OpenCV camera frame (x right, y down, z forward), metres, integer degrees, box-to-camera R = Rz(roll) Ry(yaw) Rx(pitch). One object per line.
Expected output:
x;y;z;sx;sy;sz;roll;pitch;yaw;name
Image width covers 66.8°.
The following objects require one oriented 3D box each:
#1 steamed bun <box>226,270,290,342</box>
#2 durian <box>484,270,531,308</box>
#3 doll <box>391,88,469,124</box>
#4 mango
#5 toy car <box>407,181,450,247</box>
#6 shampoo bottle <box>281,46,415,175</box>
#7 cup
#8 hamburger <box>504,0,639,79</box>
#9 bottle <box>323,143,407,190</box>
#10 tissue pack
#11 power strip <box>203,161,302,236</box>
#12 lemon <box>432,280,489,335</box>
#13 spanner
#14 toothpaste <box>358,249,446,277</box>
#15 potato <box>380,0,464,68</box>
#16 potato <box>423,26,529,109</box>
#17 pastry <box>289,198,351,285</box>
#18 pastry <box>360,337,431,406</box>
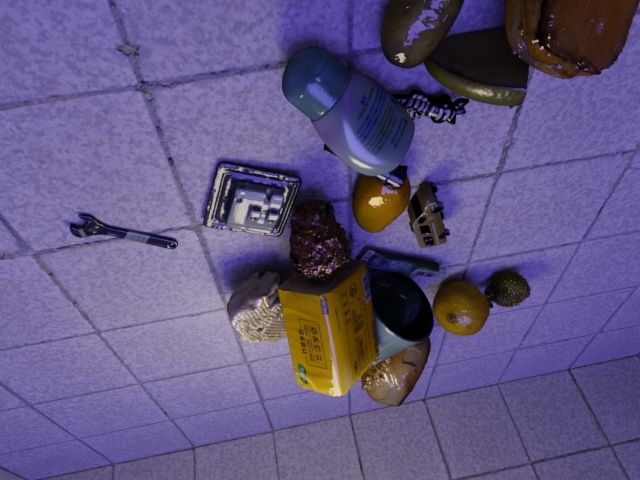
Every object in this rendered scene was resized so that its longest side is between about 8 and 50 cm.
-0.195;0.224;1.761;0.289;0.203;0.276;-30;133;-11;steamed bun
0.804;0.213;2.094;0.159;0.146;0.198;15;146;-35;durian
0.288;-0.359;1.301;0.219;0.067;0.091;4;141;-13;doll
0.188;-0.125;1.520;0.176;0.119;0.317;-2;146;-13;mango
0.356;-0.079;1.633;0.124;0.101;0.257;-19;142;12;toy car
0.061;-0.318;1.174;0.349;0.222;0.151;33;162;-27;shampoo bottle
0.191;0.294;1.935;0.310;0.401;0.392;-28;165;-48;cup
0.542;-0.507;1.045;0.304;0.174;0.285;12;94;-25;hamburger
0.127;-0.222;1.340;0.244;0.072;0.082;27;88;-11;bottle
0.036;0.278;1.650;0.228;0.293;0.382;3;113;34;tissue pack
-0.205;-0.099;1.448;0.256;0.092;0.251;7;140;-19;power strip
0.595;0.290;2.050;0.228;0.229;0.253;-30;143;20;lemon
-0.591;-0.019;1.485;0.315;0.024;0.087;13;129;-29;spanner
0.326;0.094;1.865;0.391;0.061;0.099;10;138;-24;toothpaste
0.223;-0.498;1.074;0.149;0.113;0.251;15;135;-20;potato
0.368;-0.429;1.185;0.255;0.270;0.112;12;145;11;potato
0.000;0.000;1.500;0.192;0.275;0.275;2;141;2;pastry
0.327;0.549;2.198;0.244;0.410;0.410;28;135;4;pastry
